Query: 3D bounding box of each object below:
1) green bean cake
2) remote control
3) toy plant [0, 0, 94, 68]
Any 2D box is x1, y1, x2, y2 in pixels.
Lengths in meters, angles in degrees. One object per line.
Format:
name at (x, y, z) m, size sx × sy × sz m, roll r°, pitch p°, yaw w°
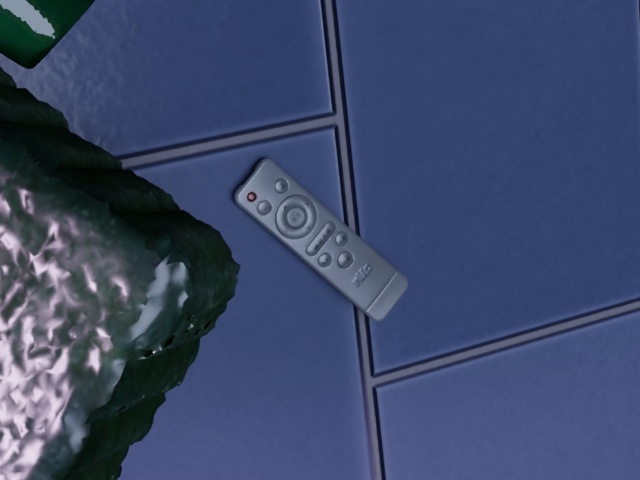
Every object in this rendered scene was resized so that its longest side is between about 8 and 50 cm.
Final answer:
green bean cake at (-0.252, 0.050, 1.030) m, size 0.308 × 0.169 × 0.300 m, roll 36°, pitch 99°, yaw 10°
remote control at (0.000, 0.000, 1.282) m, size 0.184 × 0.027 × 0.050 m, roll 41°, pitch 81°, yaw -23°
toy plant at (-0.266, -0.230, 1.012) m, size 0.243 × 0.112 × 0.233 m, roll 22°, pitch 49°, yaw -31°
